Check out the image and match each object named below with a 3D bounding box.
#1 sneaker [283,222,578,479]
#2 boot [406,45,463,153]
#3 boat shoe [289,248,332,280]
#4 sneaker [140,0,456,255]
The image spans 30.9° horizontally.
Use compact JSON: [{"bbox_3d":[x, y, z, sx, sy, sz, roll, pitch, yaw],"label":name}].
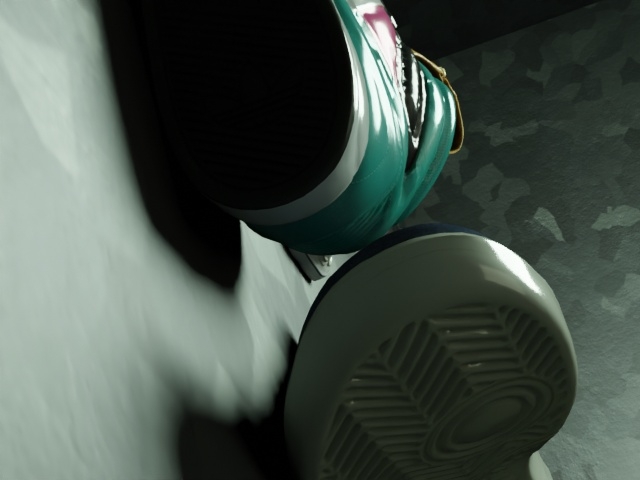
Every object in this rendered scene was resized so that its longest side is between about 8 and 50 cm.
[{"bbox_3d":[0.039,0.062,0.568,0.350,0.131,0.148,73,-6,-60],"label":"sneaker"},{"bbox_3d":[0.072,-0.137,1.219,0.211,0.104,0.295,38,-4,36],"label":"boot"},{"bbox_3d":[0.000,0.000,0.773,0.100,0.035,0.035,56,15,-68],"label":"boat shoe"},{"bbox_3d":[-0.011,-0.117,0.580,0.178,0.123,0.296,50,29,-62],"label":"sneaker"}]
